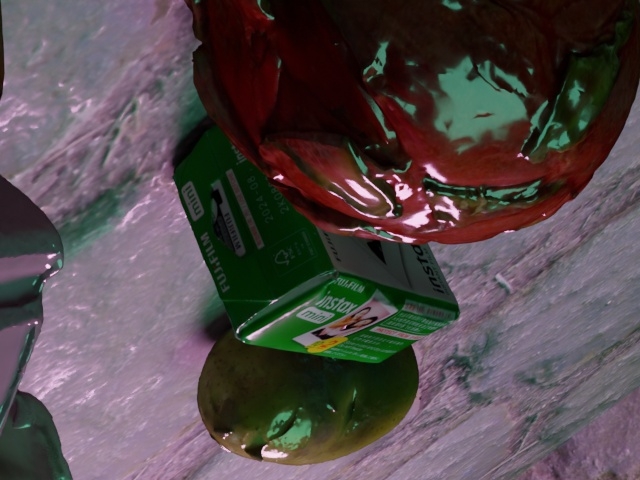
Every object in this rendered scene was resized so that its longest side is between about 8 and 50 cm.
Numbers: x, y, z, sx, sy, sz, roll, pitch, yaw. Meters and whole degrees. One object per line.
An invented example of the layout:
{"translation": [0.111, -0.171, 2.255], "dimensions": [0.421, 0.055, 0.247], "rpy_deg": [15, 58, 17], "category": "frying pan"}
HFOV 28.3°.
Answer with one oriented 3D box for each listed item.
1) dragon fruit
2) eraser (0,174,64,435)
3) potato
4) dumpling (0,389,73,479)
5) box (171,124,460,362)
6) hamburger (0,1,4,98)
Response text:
{"translation": [0.061, -0.131, 0.788], "dimensions": [0.277, 0.277, 0.342], "rpy_deg": [-37, 161, 1], "category": "dragon fruit"}
{"translation": [-0.337, 0.101, 0.727], "dimensions": [0.359, 0.122, 0.272], "rpy_deg": [-14, 133, -57], "category": "eraser"}
{"translation": [-0.009, 0.142, 1.294], "dimensions": [0.248, 0.169, 0.143], "rpy_deg": [-4, 171, -34], "category": "potato"}
{"translation": [-0.291, 0.226, 1.033], "dimensions": [0.163, 0.204, 0.293], "rpy_deg": [0, 147, -36], "category": "dumpling"}
{"translation": [0.000, 0.000, 1.044], "dimensions": [0.103, 0.180, 0.250], "rpy_deg": [-34, 156, 22], "category": "box"}
{"translation": [-0.269, -0.096, 0.500], "dimensions": [0.302, 0.170, 0.302], "rpy_deg": [-23, 163, -7], "category": "hamburger"}
